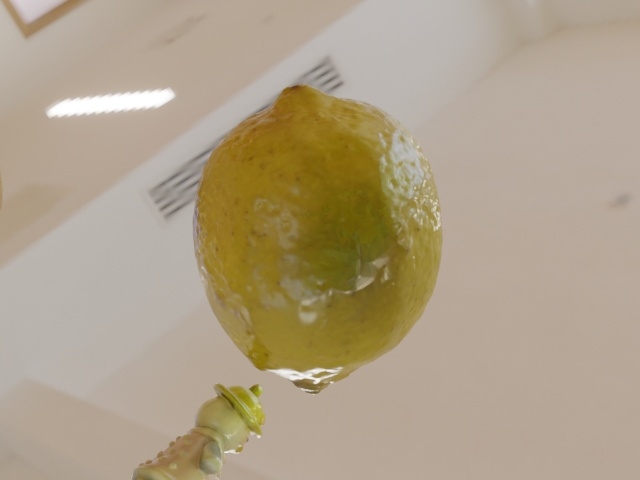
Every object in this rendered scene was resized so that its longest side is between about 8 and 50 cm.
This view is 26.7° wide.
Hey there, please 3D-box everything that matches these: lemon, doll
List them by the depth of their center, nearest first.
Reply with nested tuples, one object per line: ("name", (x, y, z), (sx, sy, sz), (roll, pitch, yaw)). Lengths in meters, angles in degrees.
("lemon", (0.000, 0.000, 1.329), (0.253, 0.310, 0.253), (-3, -171, 0))
("doll", (-0.125, 0.221, 1.387), (0.207, 0.081, 0.129), (-48, -165, -31))

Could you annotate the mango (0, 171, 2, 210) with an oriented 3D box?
("mango", (-0.443, -0.087, 1.599), (0.126, 0.154, 0.252), (-14, -141, -11))
